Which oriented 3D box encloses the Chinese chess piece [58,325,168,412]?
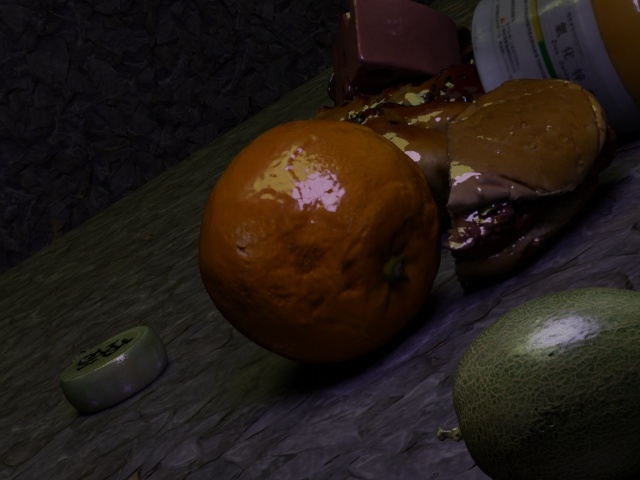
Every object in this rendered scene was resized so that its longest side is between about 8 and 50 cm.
[{"bbox_3d":[-0.269,0.166,1.756,0.144,0.058,0.144,-27,13,7],"label":"Chinese chess piece"}]

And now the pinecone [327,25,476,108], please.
[{"bbox_3d":[0.150,-0.240,2.115,0.309,0.244,0.244,8,36,47],"label":"pinecone"}]

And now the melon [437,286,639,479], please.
[{"bbox_3d":[0.170,0.106,0.934,0.192,0.139,0.139,-22,14,9],"label":"melon"}]

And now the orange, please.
[{"bbox_3d":[0.000,0.000,1.426,0.261,0.261,0.261,-26,13,7],"label":"orange"}]

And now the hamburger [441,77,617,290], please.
[{"bbox_3d":[0.226,-0.077,1.508,0.245,0.155,0.282,-16,25,-1],"label":"hamburger"}]

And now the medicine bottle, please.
[{"bbox_3d":[0.343,-0.240,1.695,0.232,0.238,0.238,-21,14,31],"label":"medicine bottle"}]

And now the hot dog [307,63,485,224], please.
[{"bbox_3d":[0.091,-0.104,1.802,0.365,0.196,0.367,-14,21,36],"label":"hot dog"}]

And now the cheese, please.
[{"bbox_3d":[0.083,-0.278,1.938,0.202,0.128,0.177,-9,-19,21],"label":"cheese"}]
